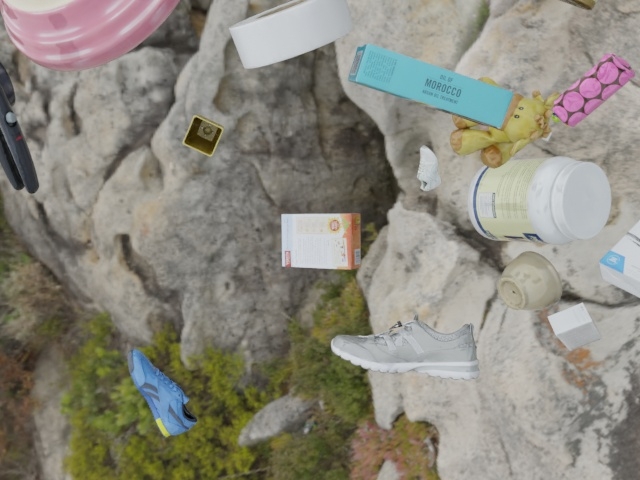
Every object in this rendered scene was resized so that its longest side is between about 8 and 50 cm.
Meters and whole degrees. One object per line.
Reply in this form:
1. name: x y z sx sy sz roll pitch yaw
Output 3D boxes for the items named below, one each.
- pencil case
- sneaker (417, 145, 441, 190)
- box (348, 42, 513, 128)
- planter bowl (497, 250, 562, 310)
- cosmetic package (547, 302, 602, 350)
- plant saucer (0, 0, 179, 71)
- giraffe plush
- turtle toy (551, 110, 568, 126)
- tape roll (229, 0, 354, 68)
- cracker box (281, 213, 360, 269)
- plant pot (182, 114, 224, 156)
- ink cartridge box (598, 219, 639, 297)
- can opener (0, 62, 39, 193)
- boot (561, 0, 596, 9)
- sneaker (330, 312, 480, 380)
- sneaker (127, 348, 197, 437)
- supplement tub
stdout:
1. pencil case: 0.701 -0.392 1.622 0.209 0.095 0.098 -43 78 35
2. sneaker: 0.315 -0.209 1.843 0.053 0.061 0.152 43 159 51
3. box: 0.172 -0.246 0.997 0.100 0.244 0.060 -108 35 -74
4. planter bowl: 0.551 0.124 1.686 0.162 0.109 0.162 45 150 37
5. cosmetic package: 0.692 0.237 1.693 0.099 0.239 0.060 -28 60 18
6. plant saucer: -0.331 -0.403 0.883 0.332 0.084 0.332 -7 69 20
7. giraffe plush: 0.367 -0.227 1.200 0.210 0.170 0.181 6 98 2
8. turtle toy: 0.712 -0.372 1.767 0.066 0.130 0.095 50 164 10
9. tape roll: -0.067 -0.503 1.474 0.286 0.286 0.100 1 122 42
10. cracker box: 0.000 0.000 1.789 0.232 0.067 0.156 2 93 30
11. plant pot: -0.294 -0.273 1.593 0.081 0.083 0.081 24 107 -10
12. ink cartridge box: 0.655 0.021 1.236 0.180 0.060 0.104 -42 40 -11
13. can opener: -0.414 -0.143 0.826 0.059 0.073 0.186 15 129 30
14. boot: 0.370 -0.452 0.928 0.165 0.077 0.213 -62 37 24
15. sneaker: 0.161 0.195 1.193 0.281 0.105 0.115 4 84 6
16. sneaker: -0.321 0.302 1.276 0.082 0.069 0.209 -23 105 2
17. supplement tub: 0.595 -0.110 1.722 0.325 0.235 0.235 6 99 59
